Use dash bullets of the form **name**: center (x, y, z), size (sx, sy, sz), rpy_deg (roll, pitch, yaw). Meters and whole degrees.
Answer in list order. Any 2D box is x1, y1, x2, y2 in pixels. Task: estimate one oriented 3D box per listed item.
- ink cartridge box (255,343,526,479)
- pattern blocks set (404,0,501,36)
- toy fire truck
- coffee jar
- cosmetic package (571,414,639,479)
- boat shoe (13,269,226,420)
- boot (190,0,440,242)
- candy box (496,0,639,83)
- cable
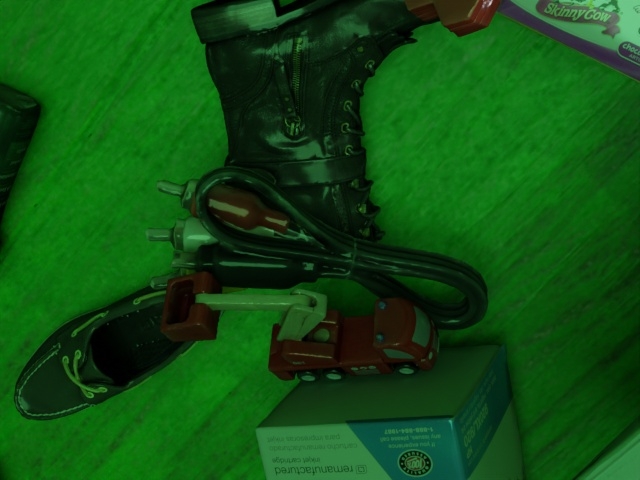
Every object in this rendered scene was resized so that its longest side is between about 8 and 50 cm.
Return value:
- **ink cartridge box**: center (0.074, 0.226, 0.962), size (0.171, 0.168, 0.233), rpy_deg (-7, 103, 23)
- **pattern blocks set**: center (0.077, -0.304, 0.804), size (0.026, 0.325, 0.285), rpy_deg (23, 104, -40)
- **toy fire truck**: center (-0.014, 0.067, 0.916), size (0.192, 0.135, 0.047), rpy_deg (-7, 61, 22)
- **coffee jar**: center (-0.315, -0.048, 1.006), size (0.096, 0.079, 0.184), rpy_deg (20, 105, 2)
- **cosmetic package**: center (0.423, 0.198, 0.748), size (0.394, 0.329, 0.327), rpy_deg (49, 128, 15)
- **boat shoe**: center (-0.189, 0.098, 1.030), size (0.227, 0.069, 0.081), rpy_deg (-32, 98, 13)
- **boot**: center (0.021, -0.102, 0.959), size (0.263, 0.091, 0.229), rpy_deg (-8, 108, 13)
- **candy box**: center (0.214, -0.181, 0.828), size (0.159, 0.233, 0.071), rpy_deg (26, 114, 0)
- **cable**: center (0.000, 0.000, 0.942), size (0.287, 0.072, 0.139), rpy_deg (4, 124, -6)
